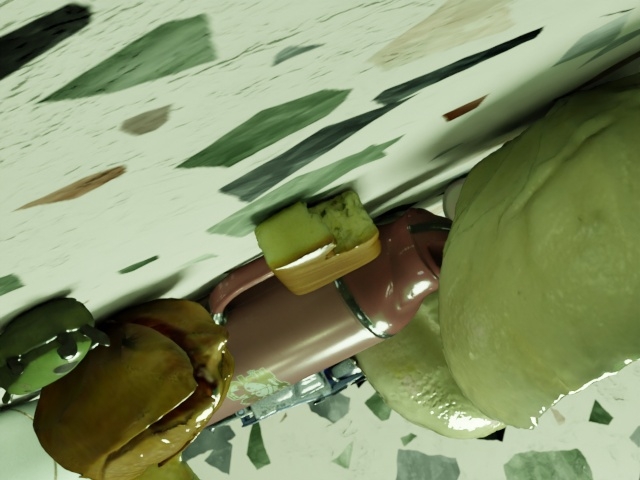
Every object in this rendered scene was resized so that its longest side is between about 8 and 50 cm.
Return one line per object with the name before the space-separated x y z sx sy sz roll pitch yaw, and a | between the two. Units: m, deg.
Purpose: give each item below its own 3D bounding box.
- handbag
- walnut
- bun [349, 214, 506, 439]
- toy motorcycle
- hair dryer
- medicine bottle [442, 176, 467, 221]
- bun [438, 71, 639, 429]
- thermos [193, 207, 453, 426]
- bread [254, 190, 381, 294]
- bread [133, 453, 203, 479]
handbag | -0.192 0.075 1.206 0.072 0.047 0.111 -18 169 -46
walnut | -0.152 0.121 1.441 0.137 0.137 0.245 -20 163 -46
bun | 0.129 0.071 1.677 0.239 0.239 0.141 -19 164 -48
toy motorcycle | -0.040 0.150 2.202 0.358 0.125 0.212 -25 177 -1
hair dryer | -0.404 0.258 1.811 0.357 0.108 0.173 -22 175 35
medicine bottle | 0.153 -0.037 1.670 0.052 0.052 0.089 -28 173 25
bun | 0.234 -0.020 1.416 0.364 0.202 0.364 -34 179 -1
thermos | -0.025 0.055 1.560 0.330 0.136 0.109 -28 -158 21
bread | 0.000 0.000 1.360 0.088 0.049 0.226 -25 174 -1
bread | -0.266 0.277 1.946 0.252 0.196 0.238 -31 -162 -8
